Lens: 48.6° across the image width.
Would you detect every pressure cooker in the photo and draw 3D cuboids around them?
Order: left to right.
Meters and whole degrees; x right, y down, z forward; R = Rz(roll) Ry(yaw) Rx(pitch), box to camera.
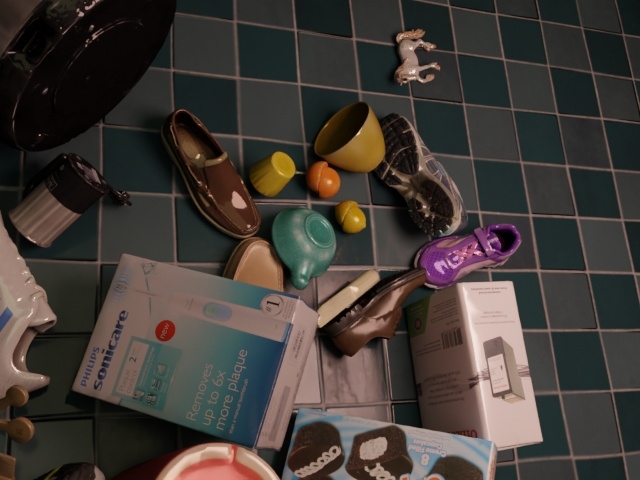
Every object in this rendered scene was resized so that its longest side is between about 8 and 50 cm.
[{"bbox_3d":[-0.474,-0.393,1.057,0.420,0.375,0.370,41,22,-1],"label":"pressure cooker"}]

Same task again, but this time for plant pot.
[{"bbox_3d":[-0.173,0.401,0.953,0.275,0.243,0.274,14,54,-21],"label":"plant pot"},{"bbox_3d":[0.069,-0.183,1.349,0.095,0.134,0.134,41,61,-29],"label":"plant pot"}]

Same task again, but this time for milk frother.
[{"bbox_3d":[-0.396,-0.056,1.143,0.135,0.129,0.143,-41,123,7],"label":"milk frother"}]

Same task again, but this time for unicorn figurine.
[{"bbox_3d":[0.196,-0.375,1.495,0.111,0.060,0.161,-4,58,-21],"label":"unicorn figurine"}]

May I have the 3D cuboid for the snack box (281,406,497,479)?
[{"bbox_3d":[0.097,0.379,1.093,0.322,0.060,0.187,4,65,24],"label":"snack box"}]

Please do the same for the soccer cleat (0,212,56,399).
[{"bbox_3d":[-0.467,0.071,1.053,0.143,0.116,0.331,-6,82,-6],"label":"soccer cleat"}]

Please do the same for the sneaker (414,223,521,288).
[{"bbox_3d":[0.292,0.020,1.368,0.236,0.104,0.095,-18,81,-24],"label":"sneaker"}]

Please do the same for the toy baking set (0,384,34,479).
[{"bbox_3d":[-0.503,0.230,0.979,0.256,0.030,0.196,40,104,-1],"label":"toy baking set"}]

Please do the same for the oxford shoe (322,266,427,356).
[{"bbox_3d":[0.114,0.128,1.284,0.227,0.083,0.096,-35,95,-18],"label":"oxford shoe"}]

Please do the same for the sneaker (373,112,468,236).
[{"bbox_3d":[0.195,-0.124,1.395,0.122,0.110,0.283,7,52,-54],"label":"sneaker"}]

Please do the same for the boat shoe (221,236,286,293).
[{"bbox_3d":[-0.108,0.148,1.169,0.122,0.110,0.341,10,69,-18],"label":"boat shoe"}]

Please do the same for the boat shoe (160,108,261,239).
[{"bbox_3d":[-0.192,-0.117,1.234,0.095,0.095,0.257,-38,89,-27],"label":"boat shoe"}]

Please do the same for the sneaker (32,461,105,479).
[{"bbox_3d":[-0.426,0.466,0.942,0.147,0.145,0.384,47,73,-10],"label":"sneaker"}]

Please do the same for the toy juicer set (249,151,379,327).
[{"bbox_3d":[0.000,0.000,1.278,0.209,0.089,0.329,-3,67,-44],"label":"toy juicer set"}]

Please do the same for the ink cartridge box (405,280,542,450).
[{"bbox_3d":[0.257,0.225,1.232,0.115,0.198,0.272,0,74,-22],"label":"ink cartridge box"}]

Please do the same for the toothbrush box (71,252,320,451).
[{"bbox_3d":[-0.178,0.162,1.044,0.296,0.126,0.216,13,75,19],"label":"toothbrush box"}]
